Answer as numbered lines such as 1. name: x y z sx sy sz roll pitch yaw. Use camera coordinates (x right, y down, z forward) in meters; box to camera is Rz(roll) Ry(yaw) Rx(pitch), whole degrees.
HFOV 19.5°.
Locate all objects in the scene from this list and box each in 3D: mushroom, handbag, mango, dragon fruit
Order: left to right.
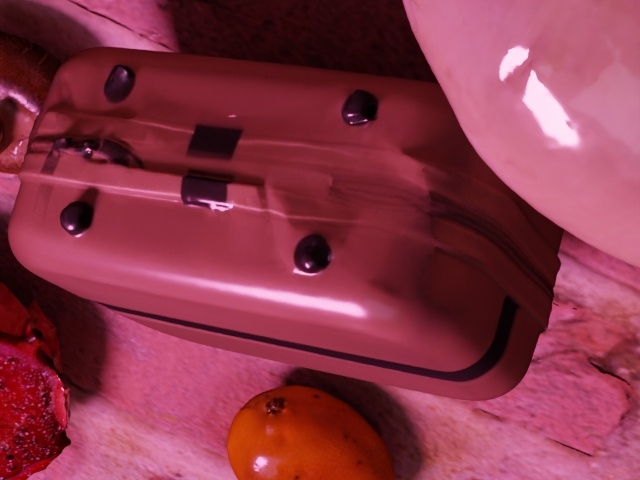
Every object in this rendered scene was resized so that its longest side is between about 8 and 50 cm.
1. dragon fruit: -0.285 0.093 1.391 0.189 0.163 0.261 47 141 19
2. mushroom: -0.209 -0.090 1.193 0.126 0.085 0.109 23 175 0
3. handbag: 0.000 0.000 1.099 0.302 0.149 0.283 8 168 29
4. mango: 0.000 0.160 1.364 0.105 0.084 0.159 -20 145 22
5. mushroom: 0.167 -0.111 0.859 0.314 0.314 0.336 27 161 -2
